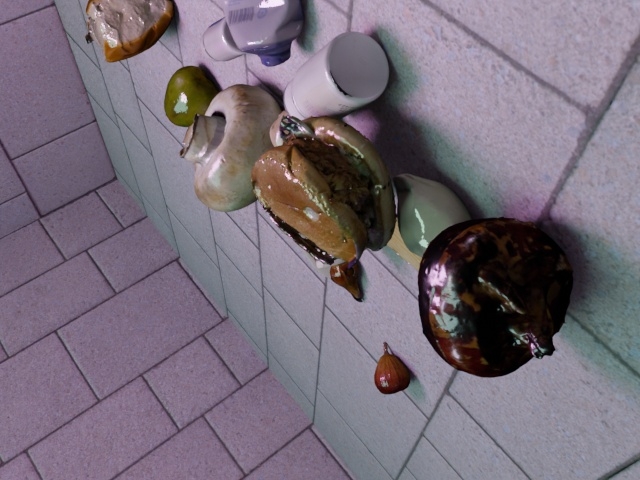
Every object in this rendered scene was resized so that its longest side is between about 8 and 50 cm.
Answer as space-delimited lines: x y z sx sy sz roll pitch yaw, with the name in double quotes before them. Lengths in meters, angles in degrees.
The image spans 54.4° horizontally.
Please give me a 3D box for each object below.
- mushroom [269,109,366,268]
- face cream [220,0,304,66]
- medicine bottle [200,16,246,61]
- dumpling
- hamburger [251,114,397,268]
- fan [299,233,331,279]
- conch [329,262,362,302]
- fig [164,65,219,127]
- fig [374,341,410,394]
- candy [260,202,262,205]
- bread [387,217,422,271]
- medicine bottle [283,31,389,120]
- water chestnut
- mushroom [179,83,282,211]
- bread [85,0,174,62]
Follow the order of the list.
"mushroom" 0.010 -0.140 1.523 0.126 0.177 0.397 7 122 59
"face cream" -0.155 -0.583 1.327 0.235 0.137 0.420 5 123 37
"medicine bottle" -0.241 -0.523 1.615 0.187 0.103 0.102 12 131 60
"dumpling" 0.228 -0.030 1.269 0.250 0.132 0.162 52 153 13
"hamburger" 0.010 -0.106 1.278 0.318 0.195 0.277 45 155 15
"fan" 0.001 0.000 1.925 0.233 0.012 0.414 52 160 10
"conch" 0.070 0.106 1.838 0.086 0.080 0.232 51 159 36
"fig" -0.415 -0.450 1.986 0.181 0.191 0.181 44 -169 -11
"fig" 0.206 0.404 1.910 0.153 0.119 0.119 60 157 -3
"candy" -0.198 -0.206 1.999 0.194 0.062 0.097 60 157 -11
"bread" 0.205 -0.007 1.474 0.193 0.036 0.112 42 148 37
"medicine bottle" 0.022 -0.322 1.290 0.143 0.143 0.258 61 156 -9
"water chestnut" 0.313 0.105 1.079 0.300 0.300 0.300 45 154 28
"mushroom" -0.240 -0.251 1.688 0.260 0.352 0.352 17 172 -25
"bread" -0.600 -0.693 1.926 0.225 0.279 0.250 52 162 -25
